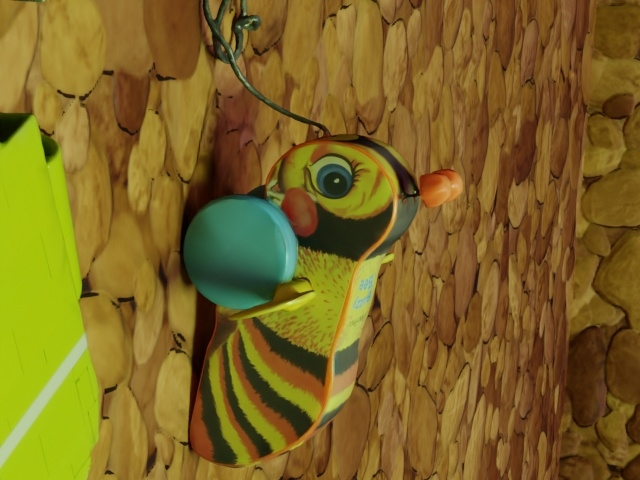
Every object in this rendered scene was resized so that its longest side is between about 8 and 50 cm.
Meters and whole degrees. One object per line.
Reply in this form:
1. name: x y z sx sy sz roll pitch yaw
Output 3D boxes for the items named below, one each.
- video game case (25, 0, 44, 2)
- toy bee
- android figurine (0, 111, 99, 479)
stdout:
1. video game case: -0.146 -0.255 0.810 0.210 0.041 0.232 56 42 -63
2. toy bee: 0.000 0.000 1.139 0.195 0.162 0.298 -55 145 -54
3. android figurine: -0.164 0.056 0.816 0.248 0.056 0.273 -61 150 -52
